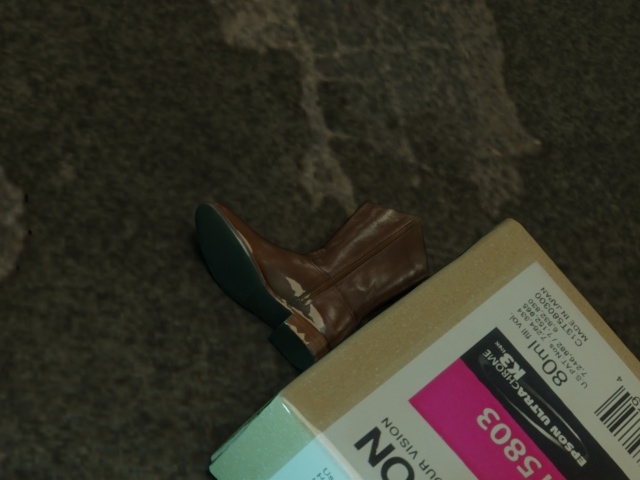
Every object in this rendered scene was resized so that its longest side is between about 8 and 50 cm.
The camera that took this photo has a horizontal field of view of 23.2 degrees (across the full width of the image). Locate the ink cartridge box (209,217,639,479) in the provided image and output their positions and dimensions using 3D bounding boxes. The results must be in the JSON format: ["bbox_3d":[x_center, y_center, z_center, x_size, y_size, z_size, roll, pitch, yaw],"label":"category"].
[{"bbox_3d":[0.096,0.133,0.764,0.235,0.088,0.193,49,49,7],"label":"ink cartridge box"}]

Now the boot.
[{"bbox_3d":[0.000,0.000,0.830,0.114,0.037,0.106,-38,95,-36],"label":"boot"}]
